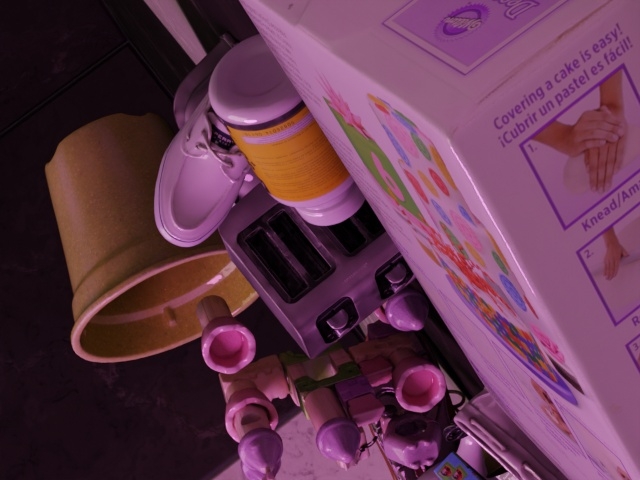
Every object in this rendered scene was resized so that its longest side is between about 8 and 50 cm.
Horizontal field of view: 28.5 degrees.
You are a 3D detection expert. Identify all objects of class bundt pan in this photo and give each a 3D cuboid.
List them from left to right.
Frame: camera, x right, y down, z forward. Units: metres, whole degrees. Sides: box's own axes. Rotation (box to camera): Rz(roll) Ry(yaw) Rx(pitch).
[{"bbox_3d":[-0.074,-0.098,1.618,0.331,0.124,0.331,52,177,4],"label":"bundt pan"}]

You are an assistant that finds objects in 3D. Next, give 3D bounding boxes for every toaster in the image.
[{"bbox_3d":[0.000,0.000,1.310,0.185,0.168,0.110,51,173,16],"label":"toaster"}]

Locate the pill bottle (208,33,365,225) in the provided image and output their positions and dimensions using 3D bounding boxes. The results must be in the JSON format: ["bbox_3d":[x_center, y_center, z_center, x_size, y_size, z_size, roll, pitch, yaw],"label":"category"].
[{"bbox_3d":[-0.021,-0.095,1.144,0.103,0.103,0.184,50,174,41],"label":"pill bottle"}]

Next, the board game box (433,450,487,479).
[{"bbox_3d":[0.232,0.340,1.406,0.160,0.039,0.211,44,180,-40],"label":"board game box"}]

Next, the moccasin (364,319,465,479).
[{"bbox_3d":[0.162,0.293,1.933,0.147,0.139,0.380,-48,-66,-78],"label":"moccasin"}]

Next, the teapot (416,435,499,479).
[{"bbox_3d":[0.239,0.375,1.760,0.252,0.187,0.256,27,161,-10],"label":"teapot"}]

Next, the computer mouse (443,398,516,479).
[{"bbox_3d":[0.247,0.278,1.581,0.193,0.042,0.106,47,130,15],"label":"computer mouse"}]

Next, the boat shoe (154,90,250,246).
[{"bbox_3d":[-0.100,-0.103,1.237,0.083,0.226,0.076,22,172,-10],"label":"boat shoe"}]

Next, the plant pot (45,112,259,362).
[{"bbox_3d":[-0.235,-0.018,1.649,0.254,0.276,0.276,64,180,21],"label":"plant pot"}]

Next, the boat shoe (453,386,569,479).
[{"bbox_3d":[0.242,0.262,1.323,0.267,0.088,0.096,51,176,25],"label":"boat shoe"}]

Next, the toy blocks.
[{"bbox_3d":[0.022,0.213,1.564,0.260,0.288,0.309,-126,22,-64],"label":"toy blocks"}]

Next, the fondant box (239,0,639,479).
[{"bbox_3d":[0.108,0.006,0.594,0.330,0.096,0.238,55,176,-33],"label":"fondant box"}]

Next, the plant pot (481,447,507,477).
[{"bbox_3d":[0.214,0.224,1.475,0.079,0.083,0.083,64,180,19],"label":"plant pot"}]

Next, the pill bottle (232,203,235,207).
[{"bbox_3d":[-0.088,-0.060,2.103,0.124,0.124,0.221,52,175,18],"label":"pill bottle"}]
